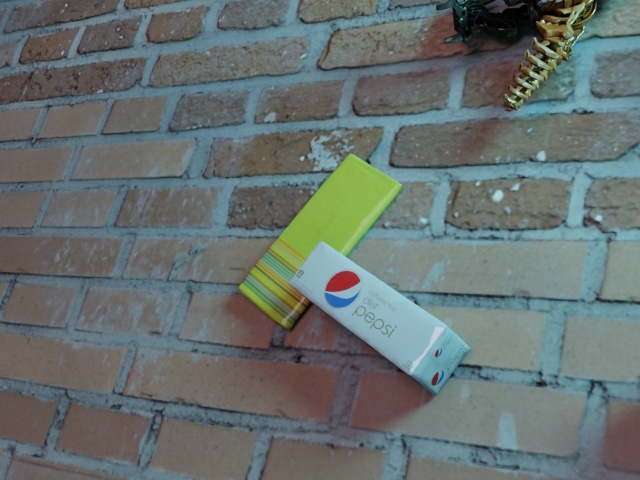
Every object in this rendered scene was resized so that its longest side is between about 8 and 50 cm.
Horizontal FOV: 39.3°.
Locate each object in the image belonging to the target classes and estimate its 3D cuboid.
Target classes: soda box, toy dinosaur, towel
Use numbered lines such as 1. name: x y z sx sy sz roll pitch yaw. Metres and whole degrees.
1. soda box: 0.064 0.085 1.032 0.216 0.074 0.069 33 84 41
2. toy dinosaur: 0.264 -0.313 1.099 0.218 0.164 0.322 10 47 19
3. towel: 0.000 0.000 1.162 0.102 0.021 0.237 37 85 35
